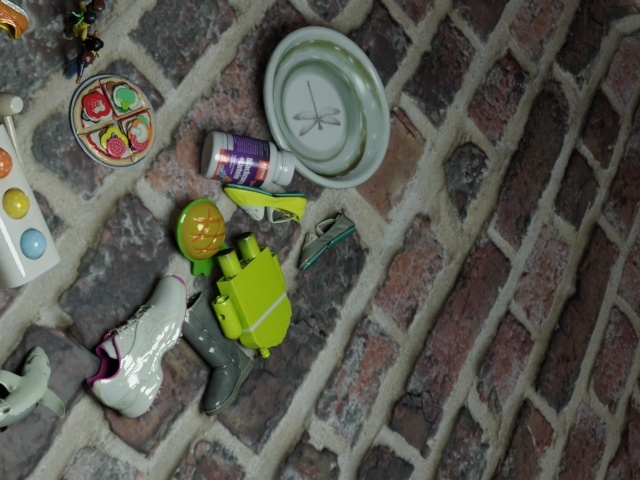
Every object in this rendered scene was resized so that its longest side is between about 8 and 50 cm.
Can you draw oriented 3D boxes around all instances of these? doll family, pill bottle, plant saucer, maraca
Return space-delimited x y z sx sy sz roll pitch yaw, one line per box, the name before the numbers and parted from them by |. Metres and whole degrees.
doll family | -0.474 -0.406 1.921 0.076 0.111 0.193 -2 84 -42
pill bottle | -0.160 -0.175 2.123 0.194 0.108 0.108 9 76 -21
plant saucer | -0.002 -0.316 2.327 0.400 0.101 0.400 9 77 -41
maraca | -0.253 -0.006 2.056 0.127 0.099 0.185 -40 134 -31

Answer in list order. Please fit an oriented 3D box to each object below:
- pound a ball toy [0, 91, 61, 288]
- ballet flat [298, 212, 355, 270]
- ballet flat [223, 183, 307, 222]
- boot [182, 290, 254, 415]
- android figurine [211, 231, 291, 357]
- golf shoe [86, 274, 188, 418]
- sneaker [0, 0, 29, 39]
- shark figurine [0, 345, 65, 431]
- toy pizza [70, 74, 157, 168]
pound a ball toy | -0.565 -0.099 1.739 0.208 0.136 0.319 -41 119 -51
ballet flat | 0.000 0.000 2.305 0.068 0.072 0.213 46 50 8
ballet flat | -0.124 -0.081 2.199 0.231 0.077 0.077 6 92 -42
boot | -0.244 0.240 2.031 0.208 0.076 0.189 59 36 -25
android figurine | -0.145 0.126 2.112 0.248 0.056 0.272 -48 124 -51
golf shoe | -0.362 0.195 1.913 0.140 0.115 0.306 31 62 -30
sneaker | -0.639 -0.445 1.818 0.175 0.064 0.067 31 73 -30
shark figurine | -0.582 0.309 1.712 0.166 0.116 0.278 47 37 17
toy pizza | -0.423 -0.249 1.990 0.201 0.032 0.201 9 76 -40
